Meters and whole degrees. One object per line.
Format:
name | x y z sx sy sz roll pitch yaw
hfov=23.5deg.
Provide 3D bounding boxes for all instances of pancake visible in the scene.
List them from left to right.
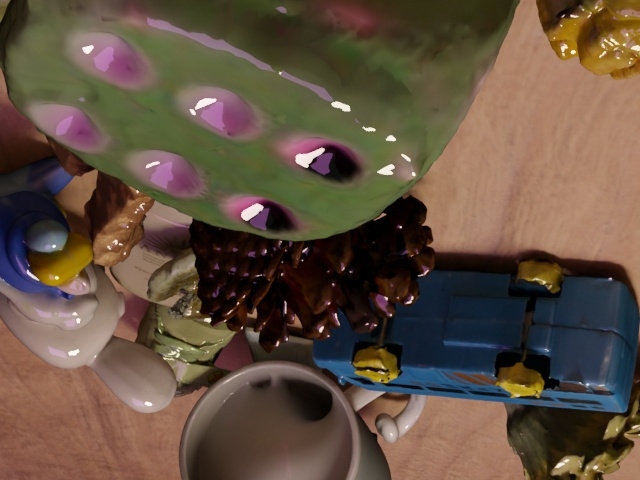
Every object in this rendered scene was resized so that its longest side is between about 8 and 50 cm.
pancake | -0.089 0.037 1.866 0.254 0.037 0.253 -16 160 -6

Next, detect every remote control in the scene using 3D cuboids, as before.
remote control | -0.049 0.207 2.278 0.103 0.051 0.293 11 154 12

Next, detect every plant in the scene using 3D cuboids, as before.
plant | 0.293 0.264 1.951 0.297 0.261 0.306 26 141 -17

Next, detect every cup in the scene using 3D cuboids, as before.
cup | 0.005 0.308 2.197 0.259 0.357 0.274 54 178 29

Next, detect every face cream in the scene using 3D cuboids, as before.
face cream | -0.161 -0.016 1.876 0.174 0.081 0.348 14 154 -7

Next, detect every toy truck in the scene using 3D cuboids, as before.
toy truck | 0.184 0.117 1.850 0.385 0.161 0.162 2 159 26

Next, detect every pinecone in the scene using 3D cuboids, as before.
pinecone | 0.000 0.003 1.656 0.292 0.246 0.246 9 162 -34

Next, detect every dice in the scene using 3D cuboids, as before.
dice | -0.043 -0.208 1.162 0.322 0.330 0.318 26 151 -13

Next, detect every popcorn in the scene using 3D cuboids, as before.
popcorn | 0.243 -0.202 1.222 0.152 0.148 0.167 -7 -173 -32

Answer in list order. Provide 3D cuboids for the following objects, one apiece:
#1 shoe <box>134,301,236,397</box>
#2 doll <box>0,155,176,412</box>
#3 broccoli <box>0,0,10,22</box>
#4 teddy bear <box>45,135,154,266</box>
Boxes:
shoe | -0.190 0.147 2.191 0.140 0.128 0.262 11 159 -19
doll | -0.349 0.023 1.937 0.376 0.187 0.365 19 152 19
broccoli | -0.410 -0.212 1.558 0.243 0.247 0.263 -18 -169 3
teddy bear | -0.143 -0.125 1.541 0.223 0.246 0.296 -20 168 -22
